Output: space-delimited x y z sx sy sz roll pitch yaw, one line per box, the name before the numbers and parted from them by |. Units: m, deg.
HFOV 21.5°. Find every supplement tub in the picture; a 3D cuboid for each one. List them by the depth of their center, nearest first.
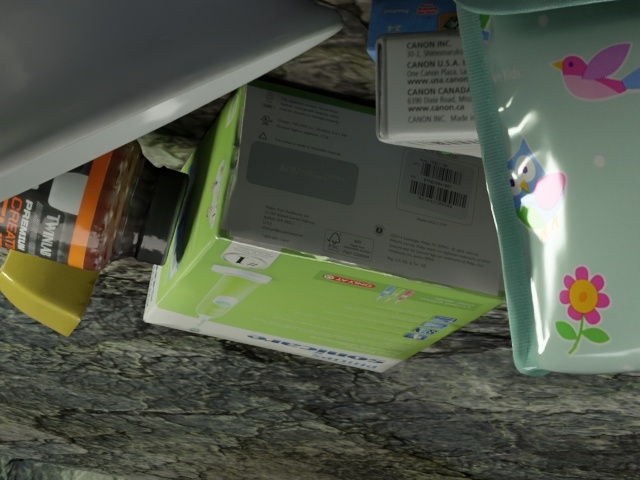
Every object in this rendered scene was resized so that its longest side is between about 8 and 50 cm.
supplement tub | -0.197 -0.041 1.206 0.198 0.106 0.106 15 163 -3

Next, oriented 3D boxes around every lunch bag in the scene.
lunch bag | 0.176 -0.088 0.681 0.223 0.262 0.160 -6 -174 35

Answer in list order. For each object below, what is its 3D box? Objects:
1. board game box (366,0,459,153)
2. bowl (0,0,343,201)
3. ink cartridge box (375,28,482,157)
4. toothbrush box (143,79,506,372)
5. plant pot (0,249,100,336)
board game box | 0.153 -0.097 1.005 0.212 0.039 0.160 0 160 22
bowl | -0.150 -0.094 0.787 0.298 0.134 0.298 -25 -177 2
ink cartridge box | 0.197 -0.076 0.900 0.275 0.060 0.239 0 -179 22
toothbrush box | 0.000 0.000 1.247 0.206 0.122 0.283 12 162 -12
plant pot | -0.248 0.030 1.535 0.083 0.081 0.081 23 160 -11
